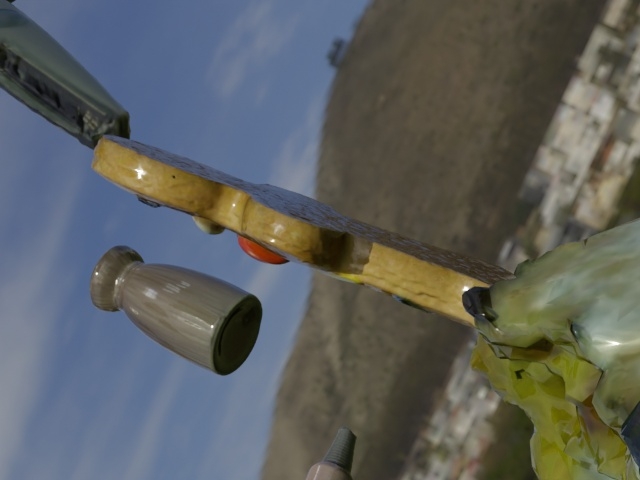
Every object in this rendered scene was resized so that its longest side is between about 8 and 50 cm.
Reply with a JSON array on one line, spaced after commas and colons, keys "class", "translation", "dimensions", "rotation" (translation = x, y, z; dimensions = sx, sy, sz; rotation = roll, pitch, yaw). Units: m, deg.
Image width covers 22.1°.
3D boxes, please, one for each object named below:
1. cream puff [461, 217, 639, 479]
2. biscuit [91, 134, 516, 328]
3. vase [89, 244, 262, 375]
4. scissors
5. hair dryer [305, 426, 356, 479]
[{"class": "cream puff", "translation": [0.192, 0.125, 0.458], "dimensions": [0.323, 0.274, 0.270], "rotation": [-85, -27, -56]}, {"class": "biscuit", "translation": [-0.001, 0.002, 0.815], "dimensions": [0.158, 0.240, 0.035], "rotation": [-76, 6, -87]}, {"class": "vase", "translation": [-0.089, 0.039, 0.985], "dimensions": [0.053, 0.100, 0.053], "rotation": [-40, -37, -41]}, {"class": "scissors", "translation": [-0.203, -0.126, 1.021], "dimensions": [0.138, 0.289, 0.041], "rotation": [-14, -53, -39]}, {"class": "hair dryer", "translation": [0.003, 0.209, 1.094], "dimensions": [0.195, 0.053, 0.220], "rotation": [-31, 23, 54]}]
